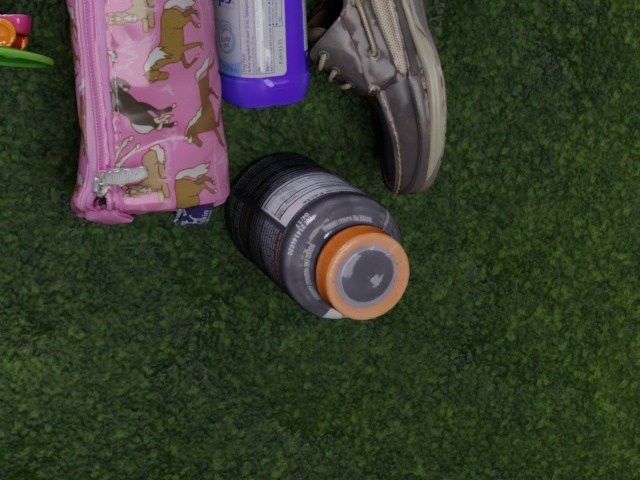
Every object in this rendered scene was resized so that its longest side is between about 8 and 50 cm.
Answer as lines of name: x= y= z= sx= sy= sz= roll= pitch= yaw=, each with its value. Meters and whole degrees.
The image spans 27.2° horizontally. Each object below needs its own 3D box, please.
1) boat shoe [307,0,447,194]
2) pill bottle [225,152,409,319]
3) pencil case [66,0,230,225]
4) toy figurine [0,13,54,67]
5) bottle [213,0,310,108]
boat shoe: x=0.043 y=-0.217 z=1.367 sx=0.130 sy=0.132 sz=0.355 roll=-12 pitch=103 yaw=-9
pill bottle: x=0.000 y=0.000 z=1.338 sx=0.131 sy=0.246 sz=0.130 roll=-7 pitch=110 yaw=-21
pencil case: x=-0.173 y=-0.208 z=1.242 sx=0.160 sy=0.167 sz=0.386 roll=-7 pitch=107 yaw=-16
toy figurine: x=-0.325 y=-0.248 z=1.213 sx=0.173 sy=0.130 sz=0.159 roll=5 pitch=92 yaw=0
bottle: x=-0.065 y=-0.276 z=1.291 sx=0.092 sy=0.118 sz=0.282 roll=-9 pitch=111 yaw=-20
